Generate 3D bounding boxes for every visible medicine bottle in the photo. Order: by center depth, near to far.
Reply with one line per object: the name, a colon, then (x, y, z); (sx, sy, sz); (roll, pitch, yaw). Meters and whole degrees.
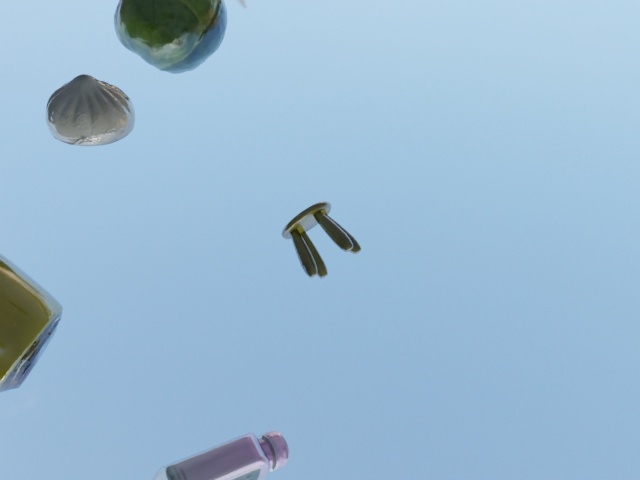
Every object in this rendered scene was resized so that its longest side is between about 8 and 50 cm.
medicine bottle: (-0.152, 0.365, 0.952); (0.219, 0.115, 0.078); (-9, -129, -39)

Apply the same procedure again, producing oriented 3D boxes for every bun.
bun: (-0.361, -0.214, 0.939); (0.138, 0.094, 0.138); (4, -143, -3)

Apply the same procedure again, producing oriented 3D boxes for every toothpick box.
toothpick box: (-0.469, 0.073, 0.753); (0.271, 0.175, 0.174); (36, -121, -12)

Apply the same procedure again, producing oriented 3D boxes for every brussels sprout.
brussels sprout: (-0.312, -0.467, 1.292); (0.210, 0.271, 0.219); (28, -96, -3)

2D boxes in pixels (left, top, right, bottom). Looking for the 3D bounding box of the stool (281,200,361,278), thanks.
stool: (0.000, 0.000, 1.127); (0.134, 0.135, 0.110); (-28, -103, -36)
